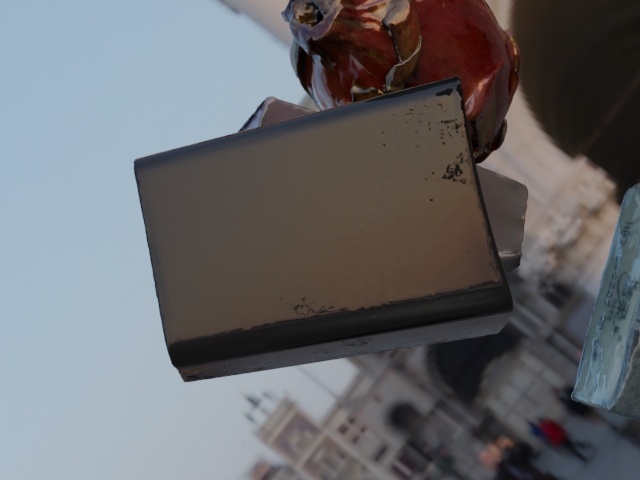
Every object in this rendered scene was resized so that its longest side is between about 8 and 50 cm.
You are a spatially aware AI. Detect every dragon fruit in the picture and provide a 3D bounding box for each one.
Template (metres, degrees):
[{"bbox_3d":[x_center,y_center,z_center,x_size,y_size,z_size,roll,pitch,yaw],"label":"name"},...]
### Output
[{"bbox_3d":[0.092,-0.192,1.642,0.250,0.315,0.250,-41,31,31],"label":"dragon fruit"}]

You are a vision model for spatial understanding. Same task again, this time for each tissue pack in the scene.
[{"bbox_3d":[0.425,0.092,1.509,0.103,0.316,0.228,-169,95,-70],"label":"tissue pack"}]

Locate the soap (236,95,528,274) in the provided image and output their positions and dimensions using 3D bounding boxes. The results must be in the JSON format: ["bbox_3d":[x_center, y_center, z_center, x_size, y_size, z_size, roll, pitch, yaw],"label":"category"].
[{"bbox_3d":[0.021,-0.006,1.538,0.296,0.285,0.107,141,144,-62],"label":"soap"}]

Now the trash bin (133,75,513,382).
[{"bbox_3d":[0.000,0.000,1.043,0.225,0.165,0.115,-12,-12,-1],"label":"trash bin"}]
